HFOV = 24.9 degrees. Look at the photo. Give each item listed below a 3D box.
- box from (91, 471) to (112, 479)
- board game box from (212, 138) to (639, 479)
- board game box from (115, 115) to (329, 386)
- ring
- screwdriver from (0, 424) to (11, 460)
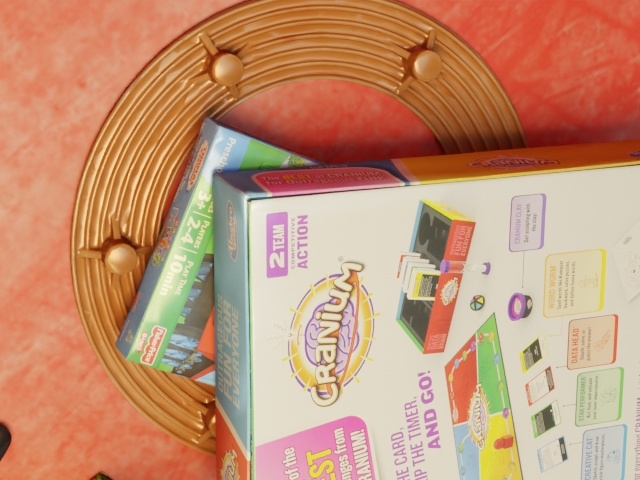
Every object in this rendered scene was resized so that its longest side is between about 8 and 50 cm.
[{"bbox_3d":[-0.080,0.344,0.907,0.177,0.279,0.290,-43,113,-5],"label":"box"},{"bbox_3d":[0.090,0.065,0.936,0.317,0.064,0.242,-5,106,-21],"label":"board game box"},{"bbox_3d":[-0.006,0.031,0.948,0.212,0.039,0.160,19,96,-24],"label":"board game box"},{"bbox_3d":[0.000,0.000,0.980,0.337,0.032,0.336,-5,107,-18],"label":"ring"},{"bbox_3d":[-0.224,0.158,0.874,0.024,0.170,0.025,-24,108,18],"label":"screwdriver"}]
